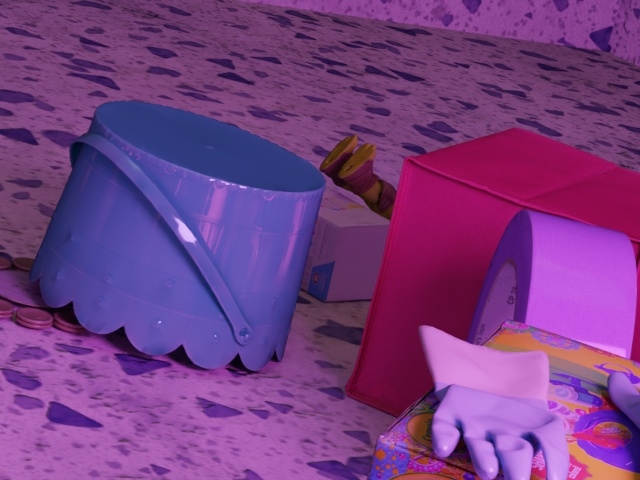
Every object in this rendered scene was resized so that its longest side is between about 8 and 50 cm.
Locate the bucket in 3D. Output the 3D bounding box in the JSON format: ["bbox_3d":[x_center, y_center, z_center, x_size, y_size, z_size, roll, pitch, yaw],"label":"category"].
[{"bbox_3d":[-0.136,-0.011,1.921,0.281,0.183,0.281,17,15,-5],"label":"bucket"}]

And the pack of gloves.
[{"bbox_3d":[0.157,0.091,1.090,0.195,0.046,0.232,15,16,-3],"label":"pack of gloves"}]

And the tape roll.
[{"bbox_3d":[0.179,0.116,1.624,0.090,0.275,0.275,12,16,-4],"label":"tape roll"}]

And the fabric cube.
[{"bbox_3d":[0.213,0.057,1.905,0.259,0.254,0.258,22,19,24],"label":"fabric cube"}]

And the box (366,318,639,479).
[{"bbox_3d":[0.120,0.230,1.176,0.177,0.279,0.290,19,17,16],"label":"box"}]

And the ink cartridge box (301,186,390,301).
[{"bbox_3d":[0.000,0.000,2.202,0.090,0.092,0.143,-3,23,-42],"label":"ink cartridge box"}]

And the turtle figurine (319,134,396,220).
[{"bbox_3d":[0.092,-0.025,2.300,0.217,0.087,0.269,47,8,-19],"label":"turtle figurine"}]

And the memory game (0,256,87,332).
[{"bbox_3d":[-0.287,0.051,1.922,0.186,0.012,0.186,13,16,-4],"label":"memory game"}]
